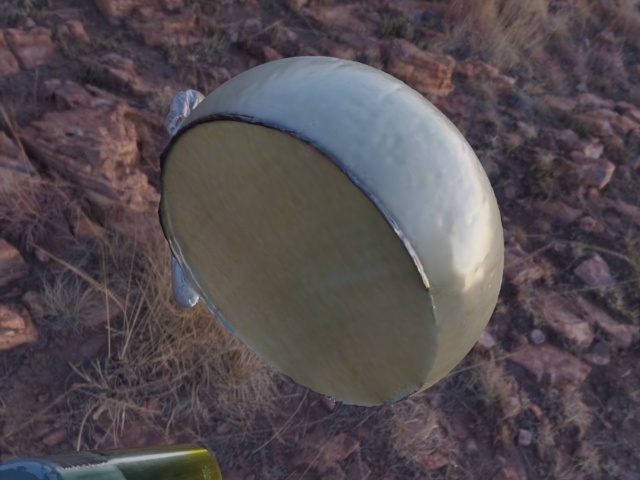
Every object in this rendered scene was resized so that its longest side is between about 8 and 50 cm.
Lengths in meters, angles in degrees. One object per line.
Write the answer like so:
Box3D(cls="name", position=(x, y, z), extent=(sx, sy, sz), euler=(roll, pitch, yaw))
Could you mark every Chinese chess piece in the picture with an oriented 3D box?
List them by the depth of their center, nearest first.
Box3D(cls="Chinese chess piece", position=(0.000, 0.000, 0.414), extent=(0.249, 0.250, 0.103), euler=(41, 52, 10))

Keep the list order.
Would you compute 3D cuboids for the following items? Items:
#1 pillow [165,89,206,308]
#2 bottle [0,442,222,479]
Box3D(cls="pillow", position=(-0.142, -0.047, 0.727), extent=(0.067, 0.173, 0.271), euler=(-6, 80, 6))
Box3D(cls="bottle", position=(-0.160, 0.209, 0.475), extent=(0.082, 0.286, 0.082), euler=(-3, 72, 9))
